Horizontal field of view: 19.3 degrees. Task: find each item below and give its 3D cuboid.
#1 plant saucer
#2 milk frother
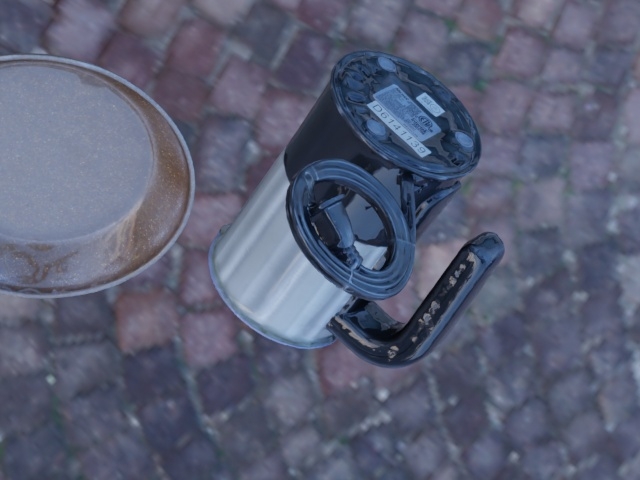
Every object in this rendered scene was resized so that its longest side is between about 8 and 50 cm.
[{"bbox_3d":[-0.179,-0.046,1.192,0.199,0.036,0.198,-2,132,-2],"label":"plant saucer"},{"bbox_3d":[0.000,0.000,0.906,0.143,0.129,0.134,-8,144,-44],"label":"milk frother"}]
